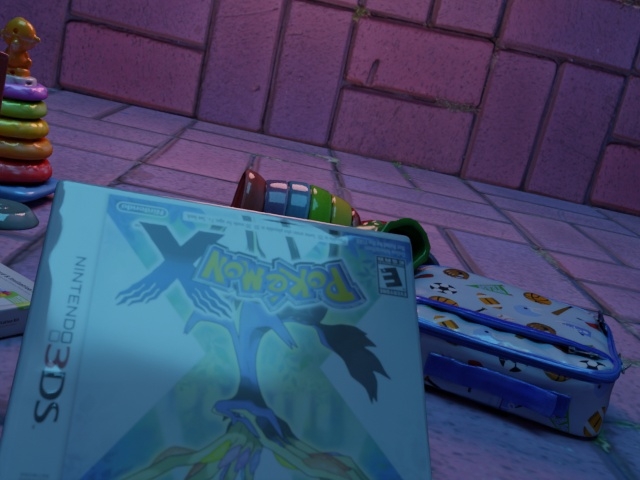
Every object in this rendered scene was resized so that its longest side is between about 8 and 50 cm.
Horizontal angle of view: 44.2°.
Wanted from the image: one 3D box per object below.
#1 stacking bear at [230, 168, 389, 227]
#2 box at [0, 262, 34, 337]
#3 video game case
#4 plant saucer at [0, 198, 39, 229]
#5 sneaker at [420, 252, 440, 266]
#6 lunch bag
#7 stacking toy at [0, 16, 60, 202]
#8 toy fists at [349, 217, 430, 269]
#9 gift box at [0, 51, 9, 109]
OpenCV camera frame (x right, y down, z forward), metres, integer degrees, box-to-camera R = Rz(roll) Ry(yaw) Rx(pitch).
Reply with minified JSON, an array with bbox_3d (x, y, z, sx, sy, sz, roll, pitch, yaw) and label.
[{"bbox_3d":[0.000,0.000,1.254,0.289,0.164,0.175,15,13,-12],"label":"stacking bear"},{"bbox_3d":[-0.400,0.067,0.851,0.145,0.038,0.186,22,16,31],"label":"box"},{"bbox_3d":[-0.071,0.101,0.644,0.329,0.036,0.299,9,55,-15],"label":"video game case"},{"bbox_3d":[-0.500,-0.045,1.229,0.120,0.021,0.119,13,14,-3],"label":"plant saucer"},{"bbox_3d":[0.157,0.023,1.462,0.082,0.069,0.209,5,15,-43],"label":"sneaker"},{"bbox_3d":[0.234,0.134,1.013,0.304,0.114,0.243,15,16,13],"label":"lunch bag"},{"bbox_3d":[-0.523,-0.224,1.330,0.175,0.301,0.165,13,14,1],"label":"stacking toy"},{"bbox_3d":[0.015,0.039,1.069,0.279,0.096,0.142,-27,4,-39],"label":"toy fists"},{"bbox_3d":[-0.604,-0.196,1.094,0.258,0.276,0.255,4,-10,34],"label":"gift box"}]
